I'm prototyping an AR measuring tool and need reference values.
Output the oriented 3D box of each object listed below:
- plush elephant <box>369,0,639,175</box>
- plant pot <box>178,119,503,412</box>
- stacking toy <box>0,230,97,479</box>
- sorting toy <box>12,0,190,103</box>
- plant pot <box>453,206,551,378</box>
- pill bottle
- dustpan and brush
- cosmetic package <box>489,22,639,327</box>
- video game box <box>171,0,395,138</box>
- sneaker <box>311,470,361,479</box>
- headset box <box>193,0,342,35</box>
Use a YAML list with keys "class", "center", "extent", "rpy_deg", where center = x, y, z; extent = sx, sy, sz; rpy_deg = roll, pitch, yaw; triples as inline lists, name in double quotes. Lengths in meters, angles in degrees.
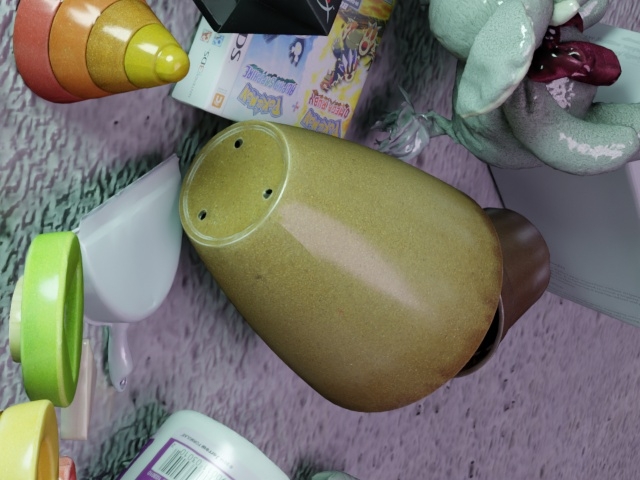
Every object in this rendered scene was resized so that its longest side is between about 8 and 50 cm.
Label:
- class: "plush elephant"
  center: [0.196, -0.199, 1.351]
  extent: [0.330, 0.272, 0.255]
  rpy_deg: [-18, 151, -7]
- class: "plant pot"
  center: [0.000, 0.000, 1.277]
  extent: [0.254, 0.237, 0.237]
  rpy_deg: [37, 79, -46]
- class: "stacking toy"
  center: [-0.250, 0.152, 1.070]
  extent: [0.309, 0.130, 0.279]
  rpy_deg: [96, -5, -55]
- class: "sorting toy"
  center: [-0.227, -0.104, 0.996]
  extent: [0.365, 0.126, 0.127]
  rpy_deg: [-27, 129, -43]
- class: "plant pot"
  center: [0.162, 0.044, 1.560]
  extent: [0.165, 0.167, 0.167]
  rpy_deg: [-26, 128, -51]
- class: "pill bottle"
  center: [-0.159, 0.314, 1.277]
  extent: [0.301, 0.169, 0.169]
  rpy_deg: [-50, 141, -21]
- class: "dustpan and brush"
  center: [-0.168, 0.044, 1.224]
  extent: [0.147, 0.060, 0.211]
  rpy_deg: [-42, 133, -50]
- class: "cosmetic package"
  center: [0.330, -0.071, 1.659]
  extent: [0.156, 0.217, 0.385]
  rpy_deg: [-52, 144, -21]
- class: "video game box"
  center: [-0.024, -0.185, 1.281]
  extent: [0.205, 0.048, 0.187]
  rpy_deg: [15, 100, -54]
- class: "sneaker"
  center: [-0.032, 0.359, 1.554]
  extent: [0.121, 0.099, 0.262]
  rpy_deg: [38, 86, -27]
- class: "headset box"
  center: [-0.033, -0.335, 1.080]
  extent: [0.218, 0.110, 0.293]
  rpy_deg: [55, 49, -51]
